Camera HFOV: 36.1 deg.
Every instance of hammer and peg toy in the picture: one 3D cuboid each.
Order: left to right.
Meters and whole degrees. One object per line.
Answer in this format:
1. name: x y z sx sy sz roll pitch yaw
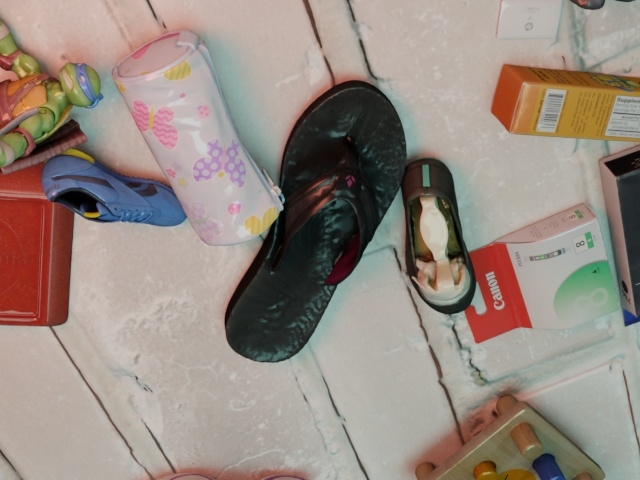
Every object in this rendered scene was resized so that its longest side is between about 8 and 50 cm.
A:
1. hammer and peg toy: 0.354 0.433 1.668 0.266 0.127 0.361 -43 121 13

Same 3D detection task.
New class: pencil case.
1. pencil case: -0.147 -0.121 1.211 0.124 0.113 0.273 -7 127 28

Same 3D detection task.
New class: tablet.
1. tablet: 0.269 -0.285 1.268 0.083 0.006 0.054 -4 123 -10

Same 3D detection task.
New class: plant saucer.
1. plant saucer: -0.454 0.013 1.272 0.258 0.048 0.259 3 120 -15

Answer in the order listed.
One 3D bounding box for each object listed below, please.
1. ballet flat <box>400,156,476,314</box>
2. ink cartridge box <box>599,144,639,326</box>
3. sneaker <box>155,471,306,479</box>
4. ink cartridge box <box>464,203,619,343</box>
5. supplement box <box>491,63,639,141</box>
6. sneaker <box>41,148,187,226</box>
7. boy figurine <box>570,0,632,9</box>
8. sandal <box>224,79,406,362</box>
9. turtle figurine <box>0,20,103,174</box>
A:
1. ballet flat: 0.161 0.018 1.380 0.095 0.096 0.281 -12 124 11
2. ink cartridge box: 0.525 0.000 1.471 0.165 0.065 0.333 -21 125 0
3. sneaker: -0.154 0.457 1.576 0.305 0.114 0.152 6 119 -16
4. ink cartridge box: 0.322 0.066 1.474 0.224 0.056 0.181 -24 123 1
5. supplement box: 0.354 -0.181 1.310 0.233 0.078 0.080 4 118 -15
6. sneaker: -0.257 -0.044 1.240 0.209 0.082 0.069 23 132 -38
7. boy figurine: 0.347 -0.400 1.108 0.177 0.092 0.285 -18 142 -20
8. sandal: 0.002 0.002 1.328 0.167 0.107 0.446 12 118 -20
9. turtle figurine: -0.400 -0.162 1.089 0.266 0.274 0.198 -26 89 9
